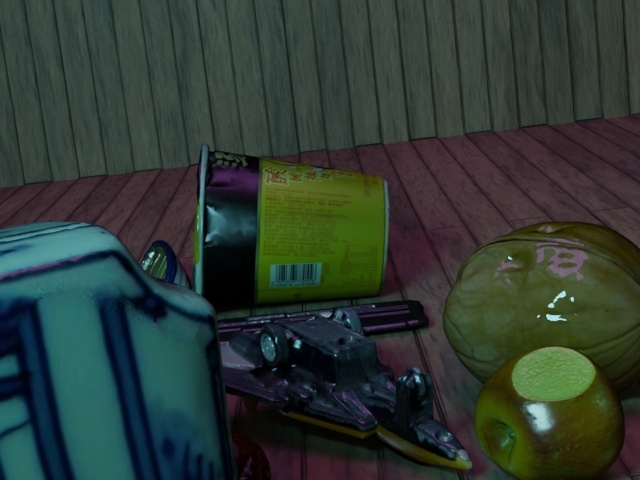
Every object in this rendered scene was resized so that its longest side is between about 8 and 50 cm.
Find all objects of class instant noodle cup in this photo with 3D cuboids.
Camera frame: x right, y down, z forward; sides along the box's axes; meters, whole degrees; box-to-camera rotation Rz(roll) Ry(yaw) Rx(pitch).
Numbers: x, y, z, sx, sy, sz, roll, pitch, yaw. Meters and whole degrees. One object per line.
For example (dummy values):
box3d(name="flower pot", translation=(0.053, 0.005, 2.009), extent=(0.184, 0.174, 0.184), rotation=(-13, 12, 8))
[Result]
box3d(name="instant noodle cup", translation=(-0.039, -0.008, 1.614), extent=(0.236, 0.215, 0.215), rotation=(3, 11, -2))

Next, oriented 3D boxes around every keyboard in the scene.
box3d(name="keyboard", translation=(-0.011, 0.097, 1.494), extent=(0.262, 0.016, 0.106), rotation=(-6, 12, 0))

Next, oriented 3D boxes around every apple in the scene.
box3d(name="apple", translation=(0.173, 0.139, 1.001), extent=(0.102, 0.099, 0.114), rotation=(-18, 40, -14))

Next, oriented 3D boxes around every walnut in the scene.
box3d(name="walnut", translation=(0.211, 0.063, 1.192), extent=(0.207, 0.167, 0.167), rotation=(0, 13, 39))

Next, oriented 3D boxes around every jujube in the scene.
box3d(name="jujube", translation=(-0.079, 0.187, 0.964), extent=(0.077, 0.077, 0.129), rotation=(-4, 18, 10))

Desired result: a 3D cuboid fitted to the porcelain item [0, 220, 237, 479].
box3d(name="porcelain item", translation=(-0.189, 0.141, 0.735), extent=(0.286, 0.281, 0.157), rotation=(-11, 10, -27))

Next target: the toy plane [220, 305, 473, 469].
box3d(name="toy plane", translation=(0.024, 0.123, 1.138), extent=(0.204, 0.103, 0.316), rotation=(-13, 13, -32))

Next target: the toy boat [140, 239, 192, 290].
box3d(name="toy boat", translation=(-0.204, 0.049, 1.728), extent=(0.046, 0.080, 0.229), rotation=(26, 1, -18))
